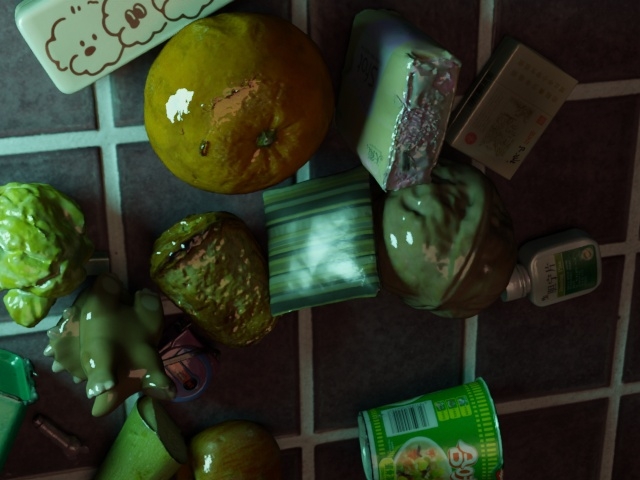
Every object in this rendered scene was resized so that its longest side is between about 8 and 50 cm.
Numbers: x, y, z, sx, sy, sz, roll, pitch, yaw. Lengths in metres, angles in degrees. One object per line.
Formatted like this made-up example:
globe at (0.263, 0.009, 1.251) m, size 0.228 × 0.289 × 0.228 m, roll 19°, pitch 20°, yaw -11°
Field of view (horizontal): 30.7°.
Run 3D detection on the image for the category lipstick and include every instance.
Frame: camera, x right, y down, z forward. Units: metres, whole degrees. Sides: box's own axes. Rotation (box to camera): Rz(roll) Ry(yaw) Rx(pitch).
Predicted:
lipstick at (-0.402, 0.039, 1.848) m, size 0.129 × 0.030 × 0.030 m, roll -3°, pitch 115°, yaw -15°

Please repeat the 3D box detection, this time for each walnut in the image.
walnut at (0.191, -0.005, 1.870) m, size 0.227 × 0.273 × 0.273 m, roll -22°, pitch 121°, yaw 21°

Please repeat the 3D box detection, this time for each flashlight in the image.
flashlight at (-0.443, 0.331, 1.975) m, size 0.052 × 0.031 × 0.110 m, roll -30°, pitch 118°, yaw 27°

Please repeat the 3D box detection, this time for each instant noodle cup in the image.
instant noodle cup at (0.193, 0.361, 2.087) m, size 0.233 × 0.207 × 0.207 m, roll -7°, pitch 116°, yaw -5°

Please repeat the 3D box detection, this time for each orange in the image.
orange at (-0.119, -0.202, 1.694) m, size 0.284 × 0.226 × 0.284 m, roll -20°, pitch 141°, yaw -18°

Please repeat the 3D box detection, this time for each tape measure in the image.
tape measure at (-0.232, 0.206, 1.952) m, size 0.125 × 0.074 × 0.118 m, roll -38°, pitch 116°, yaw -2°

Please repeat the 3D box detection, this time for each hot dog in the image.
hot dog at (-0.166, 0.060, 1.883) m, size 0.175 × 0.114 × 0.259 m, roll -36°, pitch 130°, yaw -3°

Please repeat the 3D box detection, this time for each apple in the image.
apple at (-0.155, 0.415, 2.039) m, size 0.173 × 0.160 × 0.195 m, roll -6°, pitch 124°, yaw -38°

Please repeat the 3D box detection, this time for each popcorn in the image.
popcorn at (-0.438, 0.022, 1.746) m, size 0.198 × 0.198 × 0.212 m, roll 1°, pitch 121°, yaw -17°

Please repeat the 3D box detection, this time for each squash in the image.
squash at (-0.321, 0.413, 1.998) m, size 0.137 × 0.137 × 0.287 m, roll 23°, pitch 109°, yaw -24°

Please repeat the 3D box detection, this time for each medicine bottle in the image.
medicine bottle at (0.403, 0.053, 2.067) m, size 0.183 × 0.069 × 0.119 m, roll -15°, pitch 120°, yaw -8°

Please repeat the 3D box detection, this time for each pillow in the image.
pillow at (0.000, 0.000, 1.824) m, size 0.052 × 0.208 × 0.212 m, roll 11°, pitch 70°, yaw -54°

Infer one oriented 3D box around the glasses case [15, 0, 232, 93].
glasses case at (-0.264, -0.353, 1.678) m, size 0.336 × 0.076 × 0.144 m, roll -31°, pitch 118°, yaw 0°

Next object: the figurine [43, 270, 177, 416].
figurine at (-0.334, 0.177, 1.813) m, size 0.177 × 0.247 × 0.173 m, roll 10°, pitch 135°, yaw -40°

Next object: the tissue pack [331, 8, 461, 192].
tissue pack at (0.115, -0.214, 1.751) m, size 0.123 × 0.256 × 0.215 m, roll 2°, pitch 114°, yaw -20°

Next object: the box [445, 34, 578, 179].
box at (0.309, -0.218, 1.918) m, size 0.141 × 0.058 × 0.201 m, roll 26°, pitch 104°, yaw -25°

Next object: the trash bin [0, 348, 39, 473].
trash bin at (-0.613, 0.345, 1.796) m, size 0.259 × 0.295 × 0.381 m, roll 24°, pitch 100°, yaw -25°
